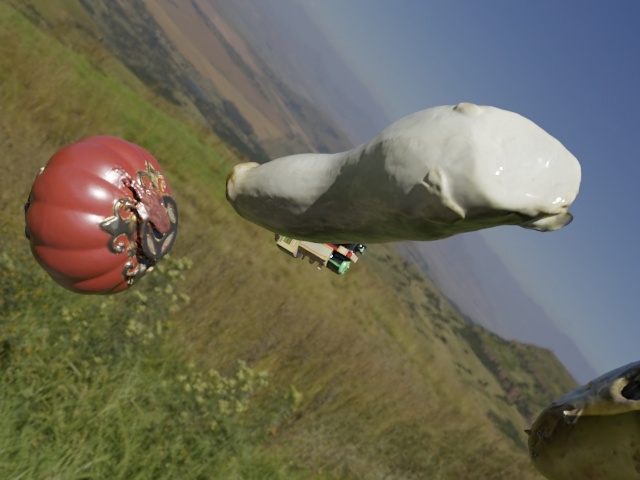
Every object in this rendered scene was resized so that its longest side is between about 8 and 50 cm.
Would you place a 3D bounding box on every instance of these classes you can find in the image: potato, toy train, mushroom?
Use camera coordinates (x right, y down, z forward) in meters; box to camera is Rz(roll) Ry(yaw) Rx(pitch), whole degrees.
[{"bbox_3d":[0.317,0.152,0.577,0.191,0.296,0.141,34,45,-57],"label":"potato"},{"bbox_3d":[0.000,0.000,1.114,0.138,0.087,0.050,29,-4,17],"label":"toy train"},{"bbox_3d":[0.046,-0.042,0.613,0.351,0.097,0.109,-5,-32,46],"label":"mushroom"}]

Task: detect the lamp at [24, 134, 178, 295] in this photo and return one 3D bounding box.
[{"bbox_3d":[-0.299,-0.032,1.010,0.227,0.227,0.227,51,8,-10],"label":"lamp"}]
